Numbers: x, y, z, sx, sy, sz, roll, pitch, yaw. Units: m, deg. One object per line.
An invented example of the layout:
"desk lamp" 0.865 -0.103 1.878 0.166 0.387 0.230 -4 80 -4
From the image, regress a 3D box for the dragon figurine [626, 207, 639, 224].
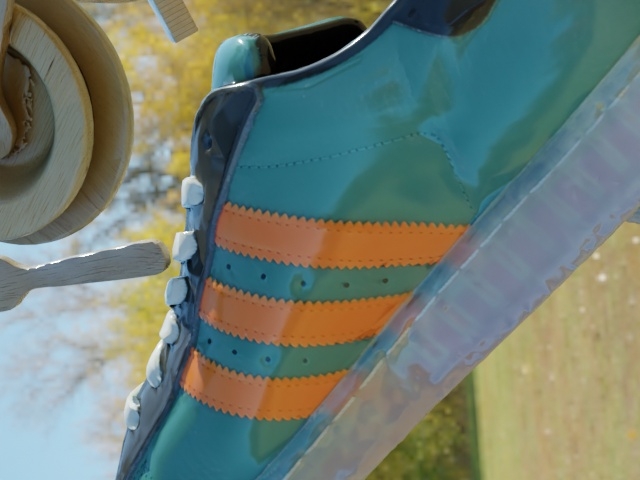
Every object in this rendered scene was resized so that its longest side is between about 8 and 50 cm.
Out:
"dragon figurine" 0.259 -0.022 0.779 0.085 0.289 0.144 14 -72 -56

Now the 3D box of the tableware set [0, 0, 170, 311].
"tableware set" -0.150 -0.028 0.443 0.039 0.194 0.128 -39 -65 -64

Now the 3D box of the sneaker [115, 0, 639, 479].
"sneaker" 0.000 0.000 0.449 0.302 0.121 0.108 -49 -2 24

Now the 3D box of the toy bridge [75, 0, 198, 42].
"toy bridge" -0.157 -0.099 0.761 0.063 0.188 0.026 61 172 -17
